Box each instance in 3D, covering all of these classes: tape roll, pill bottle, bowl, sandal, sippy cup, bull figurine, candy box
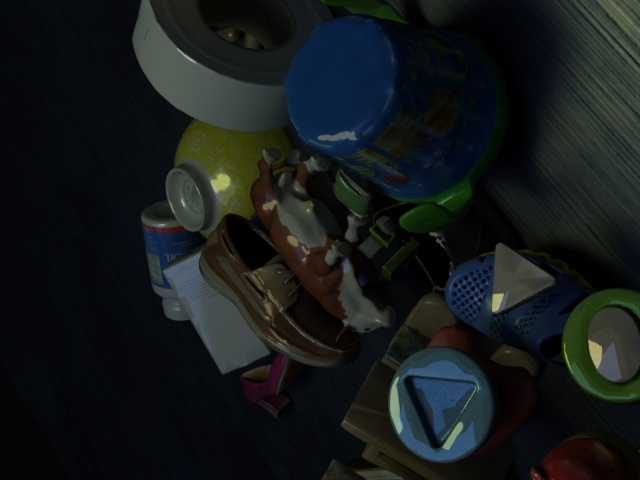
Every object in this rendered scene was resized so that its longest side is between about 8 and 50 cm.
[{"bbox_3d":[-0.121,-0.294,1.466,0.286,0.286,0.100,53,143,18],"label":"tape roll"},{"bbox_3d":[-0.278,0.040,1.995,0.124,0.124,0.222,22,127,45],"label":"pill bottle"},{"bbox_3d":[-0.173,-0.093,1.758,0.289,0.156,0.290,28,129,40],"label":"bowl"},{"bbox_3d":[0.290,0.102,1.235,0.317,0.138,0.126,18,115,30],"label":"sandal"},{"bbox_3d":[0.082,-0.173,1.255,0.305,0.224,0.240,36,105,33],"label":"sippy cup"},{"bbox_3d":[0.000,0.000,1.470,0.310,0.101,0.188,50,149,19],"label":"bull figurine"},{"bbox_3d":[0.033,-0.014,1.609,0.165,0.070,0.196,-28,87,55],"label":"candy box"}]

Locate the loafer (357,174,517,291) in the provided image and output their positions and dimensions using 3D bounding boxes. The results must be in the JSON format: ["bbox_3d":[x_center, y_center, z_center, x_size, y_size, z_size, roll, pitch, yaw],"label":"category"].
[{"bbox_3d":[0.120,-0.076,1.410,0.366,0.130,0.134,49,141,22],"label":"loafer"}]

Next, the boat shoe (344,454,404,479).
[{"bbox_3d":[0.156,0.394,1.638,0.341,0.121,0.110,-17,95,53],"label":"boat shoe"}]

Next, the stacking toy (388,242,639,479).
[{"bbox_3d":[0.233,0.158,1.113,0.308,0.130,0.280,24,96,30],"label":"stacking toy"}]

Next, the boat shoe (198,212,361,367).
[{"bbox_3d":[-0.064,0.074,1.567,0.324,0.123,0.116,36,127,24],"label":"boat shoe"}]

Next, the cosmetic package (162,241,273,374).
[{"bbox_3d":[-0.181,0.120,1.887,0.117,0.085,0.231,-24,101,22],"label":"cosmetic package"}]

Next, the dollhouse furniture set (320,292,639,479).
[{"bbox_3d":[0.231,0.278,1.297,0.394,0.362,0.256,31,137,3],"label":"dollhouse furniture set"}]

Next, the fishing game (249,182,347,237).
[{"bbox_3d":[-0.046,0.015,1.634,0.189,0.041,0.264,50,134,18],"label":"fishing game"}]

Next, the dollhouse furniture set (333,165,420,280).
[{"bbox_3d":[0.057,-0.019,1.333,0.151,0.058,0.076,43,168,13],"label":"dollhouse furniture set"}]

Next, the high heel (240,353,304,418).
[{"bbox_3d":[-0.098,0.241,1.916,0.117,0.082,0.244,40,151,18],"label":"high heel"}]

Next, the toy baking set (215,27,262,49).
[{"bbox_3d":[-0.160,-0.358,1.705,0.196,0.030,0.256,41,137,36],"label":"toy baking set"}]
